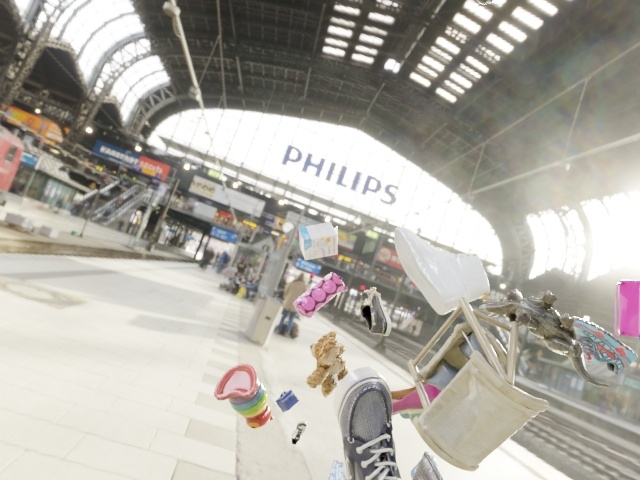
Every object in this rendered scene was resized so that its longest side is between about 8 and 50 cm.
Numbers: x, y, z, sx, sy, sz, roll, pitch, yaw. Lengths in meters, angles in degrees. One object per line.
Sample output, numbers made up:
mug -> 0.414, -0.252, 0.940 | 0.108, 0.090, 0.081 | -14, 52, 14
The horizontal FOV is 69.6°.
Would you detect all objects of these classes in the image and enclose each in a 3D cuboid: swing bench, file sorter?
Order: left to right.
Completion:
swing bench -> 0.326, 0.316, 1.018 | 0.165, 0.253, 0.255 | 24, 31, -5
file sorter -> 1.156, 0.244, 1.535 | 0.290, 0.202, 0.182 | 0, 0, 40

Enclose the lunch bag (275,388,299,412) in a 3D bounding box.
lunch bag -> -0.133, 0.624, 1.801 | 0.065, 0.067, 0.098 | 51, -34, 9

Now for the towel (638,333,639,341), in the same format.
towel -> 0.886, 0.338, 1.033 | 0.308, 0.076, 0.227 | 48, 0, -19

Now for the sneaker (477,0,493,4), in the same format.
sneaker -> 0.269, -0.631, 1.056 | 0.162, 0.106, 0.281 | -24, -55, 42

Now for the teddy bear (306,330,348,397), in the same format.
teddy bear -> 0.027, 0.526, 1.960 | 0.113, 0.245, 0.338 | 25, -19, 35

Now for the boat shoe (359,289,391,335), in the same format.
boat shoe -> 0.175, 0.240, 1.585 | 0.068, 0.081, 0.228 | 5, 25, -16

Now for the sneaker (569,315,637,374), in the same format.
sneaker -> 0.967, 0.373, 1.613 | 0.262, 0.125, 0.104 | 36, 6, 5

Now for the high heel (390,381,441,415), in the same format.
high heel -> 0.255, 0.500, 1.539 | 0.377, 0.181, 0.127 | 1, 13, 22

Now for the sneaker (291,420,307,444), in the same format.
sneaker -> -0.059, 0.540, 1.290 | 0.032, 0.083, 0.037 | 20, 31, -7

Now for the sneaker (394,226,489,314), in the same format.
sneaker -> 0.327, 0.059, 1.240 | 0.108, 0.169, 0.292 | 88, -19, -47

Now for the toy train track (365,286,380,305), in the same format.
toy train track -> 0.153, 0.165, 1.392 | 0.048, 0.014, 0.083 | 12, 35, 16

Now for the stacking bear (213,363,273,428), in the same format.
stacking bear -> -0.287, 0.656, 1.880 | 0.175, 0.164, 0.289 | -10, -56, 13

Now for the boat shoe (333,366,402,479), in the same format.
boat shoe -> 0.114, 0.421, 0.913 | 0.127, 0.340, 0.158 | -16, 31, -14

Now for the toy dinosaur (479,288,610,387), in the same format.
toy dinosaur -> 0.534, 0.201, 1.068 | 0.313, 0.121, 0.160 | 35, 1, 23

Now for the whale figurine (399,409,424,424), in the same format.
whale figurine -> 0.395, 0.627, 1.671 | 0.216, 0.141, 0.272 | -11, -17, -8

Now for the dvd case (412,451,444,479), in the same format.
dvd case -> 0.281, 0.715, 1.235 | 0.018, 0.221, 0.164 | 13, 15, -17

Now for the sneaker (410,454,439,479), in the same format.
sneaker -> 0.317, 0.706, 1.394 | 0.053, 0.144, 0.059 | -9, 45, -23

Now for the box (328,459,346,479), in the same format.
box -> 0.071, 0.805, 1.519 | 0.094, 0.137, 0.027 | 1, -48, 23

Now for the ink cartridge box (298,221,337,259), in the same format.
ink cartridge box -> 0.000, 0.000, 1.690 | 0.143, 0.092, 0.090 | -10, 36, -10

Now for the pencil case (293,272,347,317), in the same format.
pencil case -> 0.000, 0.215, 1.772 | 0.098, 0.209, 0.095 | 46, -17, 20
